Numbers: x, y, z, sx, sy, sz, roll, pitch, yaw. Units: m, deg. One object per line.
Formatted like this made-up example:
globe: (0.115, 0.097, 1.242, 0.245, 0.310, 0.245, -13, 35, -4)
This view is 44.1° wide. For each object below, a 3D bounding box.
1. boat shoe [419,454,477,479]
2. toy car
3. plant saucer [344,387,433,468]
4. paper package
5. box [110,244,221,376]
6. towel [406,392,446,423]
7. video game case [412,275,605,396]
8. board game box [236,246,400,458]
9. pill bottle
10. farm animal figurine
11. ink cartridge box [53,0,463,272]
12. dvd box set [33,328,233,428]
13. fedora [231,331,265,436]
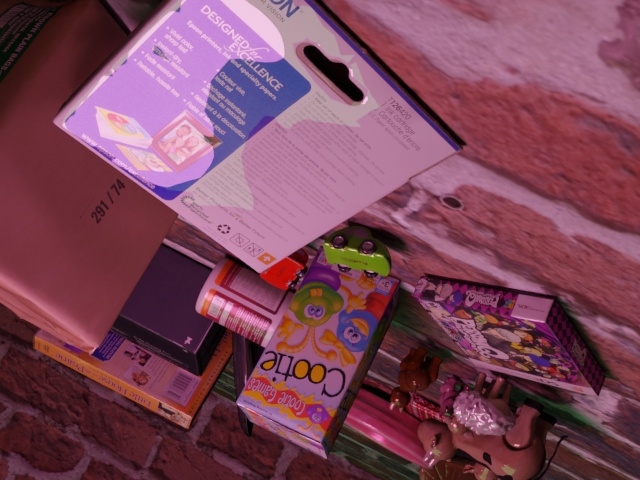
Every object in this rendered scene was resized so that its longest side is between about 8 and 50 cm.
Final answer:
boat shoe: (0.423, 0.628, 2.073, 0.342, 0.123, 0.123, 15, -167, 0)
toy car: (0.000, 0.000, 1.116, 0.225, 0.053, 0.239, 12, 144, 22)
plant saucer: (0.150, 0.454, 1.974, 0.332, 0.084, 0.332, 29, 167, 8)
paper package: (-0.324, -0.082, 0.961, 0.168, 0.324, 0.309, 16, 157, 32)
box: (-0.380, 0.131, 1.772, 0.343, 0.178, 0.312, 27, 161, 2)
towel: (0.325, 0.436, 1.817, 0.275, 0.031, 0.199, 23, 162, 20)
video game case: (0.272, 0.137, 1.134, 0.210, 0.041, 0.232, 9, 153, 42)
board game box: (0.005, 0.176, 1.235, 0.142, 0.275, 0.144, 23, 160, 14)
pill bottle: (-0.118, 0.132, 1.516, 0.221, 0.121, 0.121, 28, 160, 1)
farm animal figurine: (0.272, 0.344, 1.394, 0.330, 0.172, 0.327, 36, 165, -30)
ink cartridge box: (-0.066, -0.126, 0.826, 0.307, 0.072, 0.304, -33, 122, 31)
dvd box set: (-0.435, 0.241, 1.944, 0.421, 0.307, 0.062, 27, 134, 2)
fedora: (-0.106, 0.273, 1.727, 0.153, 0.333, 0.334, -3, 158, -2)
